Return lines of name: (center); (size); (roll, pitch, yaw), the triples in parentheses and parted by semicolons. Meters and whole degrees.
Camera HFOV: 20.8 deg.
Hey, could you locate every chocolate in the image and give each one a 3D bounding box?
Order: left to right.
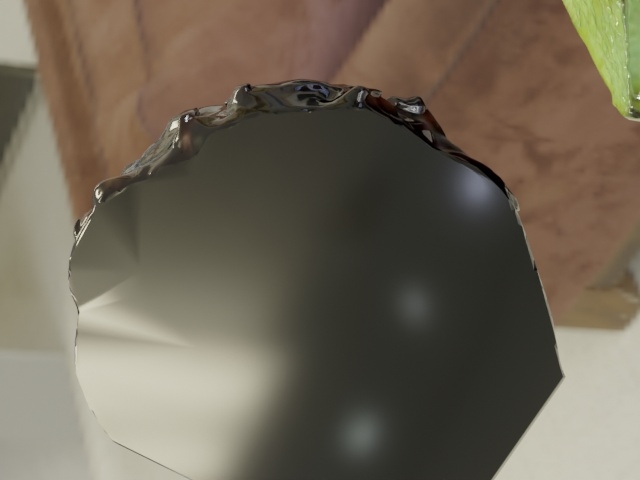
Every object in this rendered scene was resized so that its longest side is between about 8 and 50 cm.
chocolate: (0.000, 0.000, 0.852); (0.206, 0.224, 0.177); (-59, 11, 23)

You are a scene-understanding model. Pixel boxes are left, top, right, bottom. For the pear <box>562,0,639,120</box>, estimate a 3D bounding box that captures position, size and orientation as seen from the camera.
pear: (0.213, -0.252, 1.018); (0.282, 0.176, 0.286); (-110, 8, -58)
